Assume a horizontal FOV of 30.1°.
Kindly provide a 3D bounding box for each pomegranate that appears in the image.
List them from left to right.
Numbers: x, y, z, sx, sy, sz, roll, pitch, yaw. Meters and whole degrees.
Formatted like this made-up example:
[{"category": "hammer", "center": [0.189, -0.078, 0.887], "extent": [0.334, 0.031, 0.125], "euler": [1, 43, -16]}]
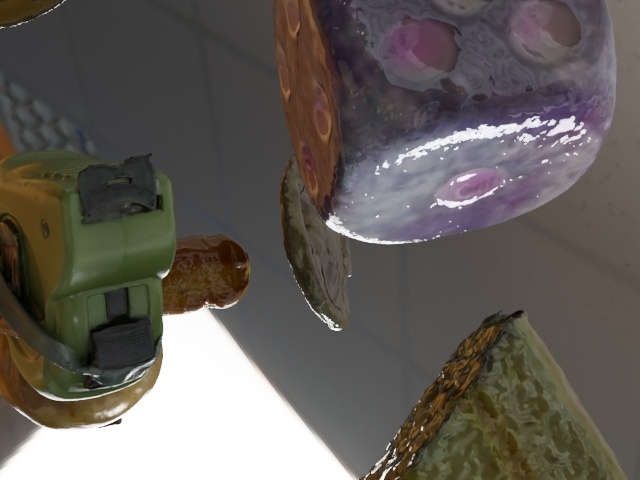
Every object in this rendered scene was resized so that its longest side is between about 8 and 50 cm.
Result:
[{"category": "pomegranate", "center": [-0.261, 0.126, 1.290], "extent": [0.196, 0.196, 0.196], "euler": [38, -33, 30]}]

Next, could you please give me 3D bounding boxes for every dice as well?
[{"category": "dice", "center": [0.108, -0.169, 1.154], "extent": [0.270, 0.270, 0.271], "euler": [104, -26, -65]}]

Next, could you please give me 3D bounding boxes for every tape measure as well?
[{"category": "tape measure", "center": [-0.169, 0.020, 0.793], "extent": [0.200, 0.106, 0.175], "euler": [17, -67, 54]}]

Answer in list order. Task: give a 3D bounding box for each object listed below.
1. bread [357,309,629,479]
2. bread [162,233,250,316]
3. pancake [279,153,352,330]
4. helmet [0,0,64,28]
[{"category": "bread", "center": [0.123, 0.280, 0.917], "extent": [0.264, 0.395, 0.239], "euler": [38, -1, 7]}, {"category": "bread", "center": [-0.211, 0.051, 1.521], "extent": [0.094, 0.245, 0.102], "euler": [166, -83, -73]}, {"category": "pancake", "center": [0.001, 0.000, 1.503], "extent": [0.042, 0.236, 0.222], "euler": [-13, -72, 15]}, {"category": "helmet", "center": [-0.222, -0.239, 0.676], "extent": [0.257, 0.140, 0.205], "euler": [14, -92, 38]}]
